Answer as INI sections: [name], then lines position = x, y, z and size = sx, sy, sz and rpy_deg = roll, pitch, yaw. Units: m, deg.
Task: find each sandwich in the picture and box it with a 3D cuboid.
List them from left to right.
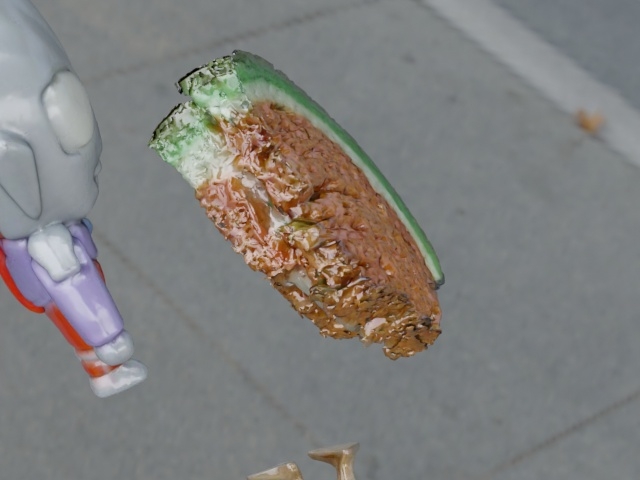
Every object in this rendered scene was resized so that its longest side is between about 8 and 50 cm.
[sandwich]
position = -0.004, -0.002, 1.142
size = 0.235, 0.079, 0.159
rpy_deg = 31, 30, -59

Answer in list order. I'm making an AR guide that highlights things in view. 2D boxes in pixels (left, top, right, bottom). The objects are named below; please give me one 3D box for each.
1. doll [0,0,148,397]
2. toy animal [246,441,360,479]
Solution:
[doll]
position = -0.124, -0.038, 0.775
size = 0.075, 0.227, 0.102
rpy_deg = -26, 27, -10
[toy animal]
position = 0.018, 0.236, 1.377
size = 0.089, 0.179, 0.188
rpy_deg = -13, 2, -21
